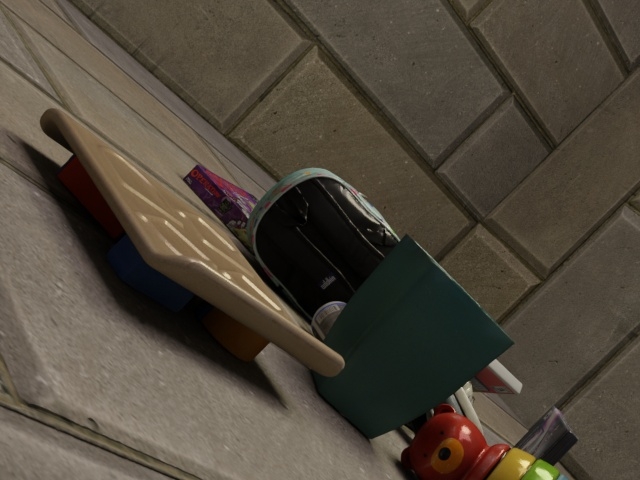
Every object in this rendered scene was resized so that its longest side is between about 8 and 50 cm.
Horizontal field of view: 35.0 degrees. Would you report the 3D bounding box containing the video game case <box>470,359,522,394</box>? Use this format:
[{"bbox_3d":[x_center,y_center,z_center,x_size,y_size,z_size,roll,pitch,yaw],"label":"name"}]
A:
[{"bbox_3d":[0.216,0.229,1.935,0.285,0.025,0.204,-6,-40,49],"label":"video game case"}]

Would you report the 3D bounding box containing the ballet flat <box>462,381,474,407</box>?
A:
[{"bbox_3d":[0.196,0.257,1.825,0.400,0.139,0.139,42,6,-38],"label":"ballet flat"}]

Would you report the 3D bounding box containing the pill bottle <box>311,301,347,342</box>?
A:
[{"bbox_3d":[0.042,0.162,1.626,0.078,0.078,0.137,42,6,-32],"label":"pill bottle"}]

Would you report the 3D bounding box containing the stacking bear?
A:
[{"bbox_3d":[0.245,0.347,1.371,0.289,0.175,0.164,39,5,17],"label":"stacking bear"}]

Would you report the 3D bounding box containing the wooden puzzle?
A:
[{"bbox_3d":[-0.161,0.019,1.166,0.348,0.080,0.322,43,2,42],"label":"wooden puzzle"}]

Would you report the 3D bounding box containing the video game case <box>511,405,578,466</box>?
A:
[{"bbox_3d":[0.332,0.364,1.656,0.026,0.196,0.274,44,4,8],"label":"video game case"}]

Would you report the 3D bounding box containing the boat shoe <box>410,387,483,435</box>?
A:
[{"bbox_3d":[0.141,0.204,1.624,0.319,0.099,0.116,60,-18,12],"label":"boat shoe"}]

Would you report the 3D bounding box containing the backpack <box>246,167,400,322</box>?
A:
[{"bbox_3d":[0.000,0.000,1.778,0.253,0.225,0.191,46,3,-20],"label":"backpack"}]

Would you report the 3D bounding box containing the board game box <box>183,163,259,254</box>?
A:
[{"bbox_3d":[-0.137,-0.038,2.045,0.208,0.056,0.347,42,4,14],"label":"board game box"}]

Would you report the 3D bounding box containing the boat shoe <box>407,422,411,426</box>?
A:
[{"bbox_3d":[0.155,0.291,1.720,0.137,0.049,0.043,40,-36,-26],"label":"boat shoe"}]

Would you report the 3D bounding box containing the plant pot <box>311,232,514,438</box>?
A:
[{"bbox_3d":[0.107,0.143,1.395,0.166,0.234,0.165,45,4,-14],"label":"plant pot"}]
